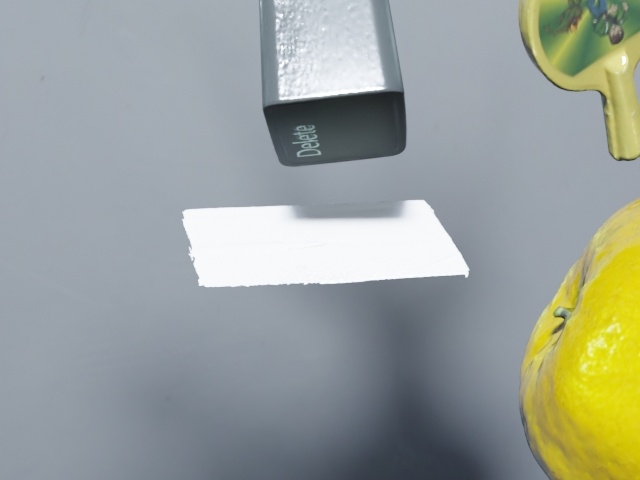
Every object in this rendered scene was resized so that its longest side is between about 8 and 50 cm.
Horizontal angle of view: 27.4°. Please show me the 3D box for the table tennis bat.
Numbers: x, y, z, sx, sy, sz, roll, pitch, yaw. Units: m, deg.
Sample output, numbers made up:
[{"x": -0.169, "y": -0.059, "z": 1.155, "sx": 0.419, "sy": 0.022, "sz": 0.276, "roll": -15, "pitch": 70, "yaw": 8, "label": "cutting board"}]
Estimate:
[{"x": 0.323, "y": -0.225, "z": 1.487, "sx": 0.198, "sy": 0.050, "sz": 0.321, "roll": -32, "pitch": 126, "yaw": -13, "label": "table tennis bat"}]

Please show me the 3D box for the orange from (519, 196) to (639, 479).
[{"x": 0.279, "y": 0.095, "z": 0.969, "sx": 0.235, "sy": 0.279, "sz": 0.279, "roll": 27, "pitch": 112, "yaw": -3, "label": "orange"}]

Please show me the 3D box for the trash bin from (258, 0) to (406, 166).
[{"x": 0.003, "y": -0.197, "z": 1.112, "sx": 0.115, "sy": 0.165, "sz": 0.225, "roll": -7, "pitch": 76, "yaw": 3, "label": "trash bin"}]

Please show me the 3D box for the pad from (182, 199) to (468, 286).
[{"x": 0.000, "y": 0.000, "z": 1.135, "sx": 0.232, "sy": 0.156, "sz": 0.004, "roll": -2, "pitch": 117, "yaw": -11, "label": "pad"}]
